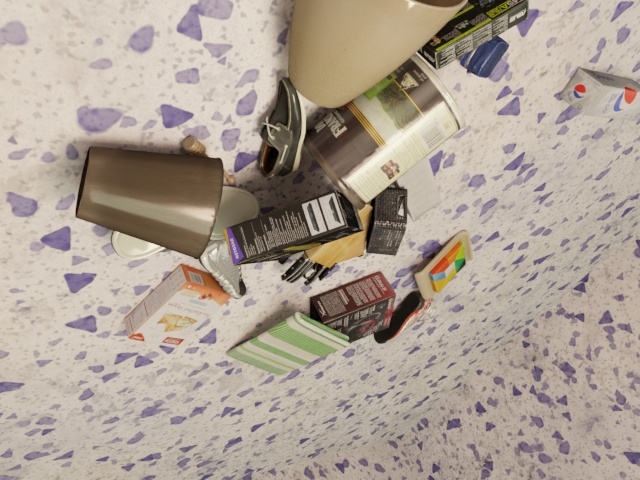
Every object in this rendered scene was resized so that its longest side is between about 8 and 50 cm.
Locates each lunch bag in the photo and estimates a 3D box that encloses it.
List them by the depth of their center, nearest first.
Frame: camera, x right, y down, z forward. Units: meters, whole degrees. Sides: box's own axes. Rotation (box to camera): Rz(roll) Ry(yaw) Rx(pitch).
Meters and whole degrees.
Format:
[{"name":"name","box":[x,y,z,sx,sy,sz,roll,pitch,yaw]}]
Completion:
[{"name":"lunch bag","box":[0.356,-0.410,1.117,0.067,0.065,0.098,-12,143,-50]}]

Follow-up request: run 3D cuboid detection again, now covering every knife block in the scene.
[{"name":"knife block","box":[0.000,0.000,1.337,0.242,0.088,0.276,-18,143,-19]}]

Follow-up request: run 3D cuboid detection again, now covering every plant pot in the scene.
[{"name":"plant pot","box":[0.057,-0.359,0.834,0.256,0.257,0.274,-6,154,-31]}]

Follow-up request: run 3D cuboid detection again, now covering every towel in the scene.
[{"name":"towel","box":[-0.102,0.338,1.614,0.324,0.038,0.247,-32,133,32]}]

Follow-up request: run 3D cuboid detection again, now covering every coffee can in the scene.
[{"name":"coffee can","box":[0.128,-0.226,1.055,0.275,0.202,0.201,-38,144,10]}]

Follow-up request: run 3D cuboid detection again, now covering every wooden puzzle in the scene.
[{"name":"wooden puzzle","box":[0.446,0.097,1.793,0.238,0.044,0.221,-41,146,-5]}]

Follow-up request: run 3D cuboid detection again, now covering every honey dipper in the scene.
[{"name":"honey dipper","box":[-0.221,-0.159,1.036,0.030,0.030,0.160,-36,149,7]}]

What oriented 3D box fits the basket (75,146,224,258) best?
[{"name":"basket","box":[-0.317,-0.083,0.932,0.226,0.154,0.204,13,100,-30]}]

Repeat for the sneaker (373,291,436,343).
[{"name":"sneaker","box":[0.336,0.312,1.967,0.145,0.090,0.270,16,121,-43]}]

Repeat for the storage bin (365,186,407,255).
[{"name":"storage bin","box":[0.172,-0.049,1.332,0.084,0.122,0.180,6,153,1]}]

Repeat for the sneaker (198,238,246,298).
[{"name":"sneaker","box":[-0.204,0.057,1.263,0.132,0.086,0.229,-33,144,-2]}]

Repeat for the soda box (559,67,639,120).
[{"name":"soda box","box":[0.813,-0.408,1.428,0.286,0.098,0.091,-4,137,-32]}]

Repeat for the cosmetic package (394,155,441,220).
[{"name":"cosmetic package","box":[0.251,-0.154,1.356,0.099,0.060,0.239,-34,145,1]}]

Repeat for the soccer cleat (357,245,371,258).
[{"name":"soccer cleat","box":[0.143,0.026,1.528,0.035,0.029,0.083,8,135,-47]}]

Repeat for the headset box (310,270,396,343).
[{"name":"headset box","box":[0.118,0.240,1.698,0.293,0.110,0.218,-19,144,-15]}]

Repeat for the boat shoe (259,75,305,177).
[{"name":"boat shoe","box":[-0.079,-0.219,1.014,0.079,0.084,0.233,-14,145,-23]}]

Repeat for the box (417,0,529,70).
[{"name":"box","box":[0.241,-0.414,0.922,0.190,0.184,0.045,-31,146,-2]}]

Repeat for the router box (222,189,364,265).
[{"name":"router box","box":[-0.043,-0.023,1.119,0.242,0.081,0.309,-19,176,10]}]

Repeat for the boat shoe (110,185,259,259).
[{"name":"boat shoe","box":[-0.291,-0.040,1.097,0.319,0.116,0.099,-21,-172,-26]}]

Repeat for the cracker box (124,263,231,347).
[{"name":"cracker box","box":[-0.365,0.174,1.301,0.232,0.067,0.155,-41,143,16]}]
